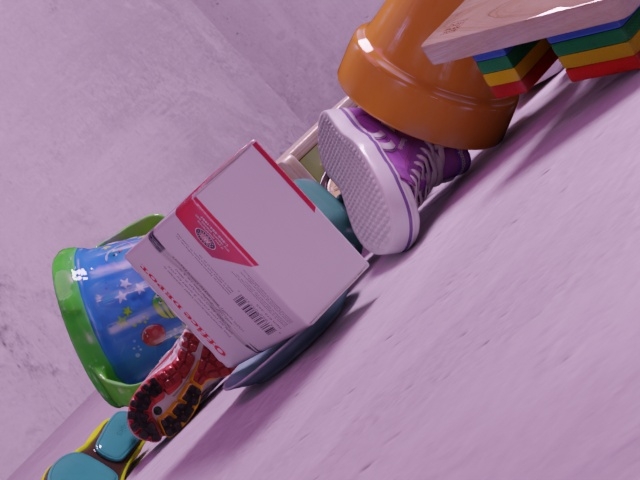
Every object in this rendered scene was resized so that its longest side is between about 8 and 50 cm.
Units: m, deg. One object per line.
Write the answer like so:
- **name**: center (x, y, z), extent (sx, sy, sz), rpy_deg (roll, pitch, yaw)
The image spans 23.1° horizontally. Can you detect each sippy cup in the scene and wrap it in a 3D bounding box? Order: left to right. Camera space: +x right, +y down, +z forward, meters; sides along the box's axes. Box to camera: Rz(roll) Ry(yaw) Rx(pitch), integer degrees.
- **sippy cup**: center (-0.222, 0.086, 2.171), extent (0.224, 0.305, 0.240), rpy_deg (-22, -16, 4)

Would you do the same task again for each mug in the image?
- **mug**: center (-0.006, 0.000, 1.774), extent (0.158, 0.097, 0.129), rpy_deg (-47, -31, 0)

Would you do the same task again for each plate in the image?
- **plate**: center (-0.028, 0.100, 1.657), extent (0.188, 0.024, 0.188), rpy_deg (-43, 5, 5)

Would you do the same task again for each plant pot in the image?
- **plant pot**: center (0.145, -0.233, 1.753), extent (0.188, 0.205, 0.205), rpy_deg (-68, -8, 27)

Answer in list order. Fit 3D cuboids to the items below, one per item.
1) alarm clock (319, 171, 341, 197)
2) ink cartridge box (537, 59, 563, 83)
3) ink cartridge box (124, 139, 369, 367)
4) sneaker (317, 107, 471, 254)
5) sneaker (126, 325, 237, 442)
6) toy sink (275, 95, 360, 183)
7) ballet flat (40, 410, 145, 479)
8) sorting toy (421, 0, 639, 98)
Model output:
- **alarm clock**: center (0.049, -0.060, 1.932), extent (0.192, 0.064, 0.129), rpy_deg (-21, 33, 10)
- **ink cartridge box**: center (0.304, -0.238, 1.976), extent (0.179, 0.045, 0.145), rpy_deg (-24, 5, 3)
- **ink cartridge box**: center (-0.081, 0.021, 1.607), extent (0.100, 0.172, 0.237), rpy_deg (-45, 5, -27)
- **sneaker**: center (0.102, -0.078, 1.729), extent (0.282, 0.161, 0.102), rpy_deg (-111, 24, -57)
- **sneaker**: center (-0.155, 0.149, 1.893), extent (0.225, 0.088, 0.093), rpy_deg (-44, 3, -18)
- **toy sink**: center (0.013, -0.067, 2.052), extent (0.234, 0.153, 0.131), rpy_deg (-44, 5, -22)
- **ballet flat**: center (-0.269, 0.279, 1.853), extent (0.077, 0.077, 0.231), rpy_deg (-64, -7, 23)
- **sorting toy**: center (0.274, -0.247, 1.554), extent (0.257, 0.089, 0.255), rpy_deg (-8, 32, 50)
